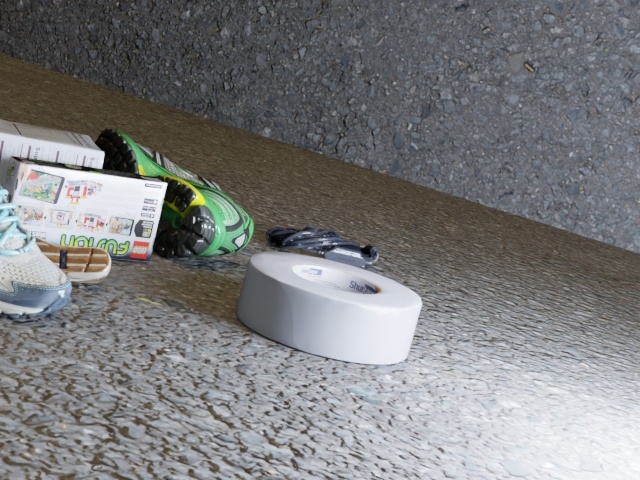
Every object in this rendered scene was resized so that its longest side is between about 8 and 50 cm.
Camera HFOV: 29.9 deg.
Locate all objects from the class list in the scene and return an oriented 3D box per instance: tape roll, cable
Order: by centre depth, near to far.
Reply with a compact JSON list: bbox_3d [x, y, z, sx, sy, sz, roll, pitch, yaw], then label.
[{"bbox_3d":[0.010,0.080,1.466,0.219,0.072,0.219,13,10,-2],"label":"tape roll"},{"bbox_3d":[0.000,0.000,1.947,0.185,0.047,0.150,11,11,-13],"label":"cable"}]

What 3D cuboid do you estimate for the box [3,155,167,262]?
[{"bbox_3d":[-0.306,-0.037,1.541,0.207,0.114,0.036,8,12,-36],"label":"box"}]

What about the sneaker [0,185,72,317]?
[{"bbox_3d":[-0.372,-0.024,1.254,0.283,0.122,0.110,32,22,15],"label":"sneaker"}]

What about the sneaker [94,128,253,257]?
[{"bbox_3d":[-0.238,-0.058,1.776,0.146,0.134,0.343,13,17,-49],"label":"sneaker"}]

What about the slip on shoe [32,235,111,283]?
[{"bbox_3d":[-0.315,0.026,1.405,0.135,0.051,0.041,4,-27,-12],"label":"slip on shoe"}]

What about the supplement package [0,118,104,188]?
[{"bbox_3d":[-0.426,-0.087,1.581,0.244,0.133,0.139,10,11,-22],"label":"supplement package"}]
